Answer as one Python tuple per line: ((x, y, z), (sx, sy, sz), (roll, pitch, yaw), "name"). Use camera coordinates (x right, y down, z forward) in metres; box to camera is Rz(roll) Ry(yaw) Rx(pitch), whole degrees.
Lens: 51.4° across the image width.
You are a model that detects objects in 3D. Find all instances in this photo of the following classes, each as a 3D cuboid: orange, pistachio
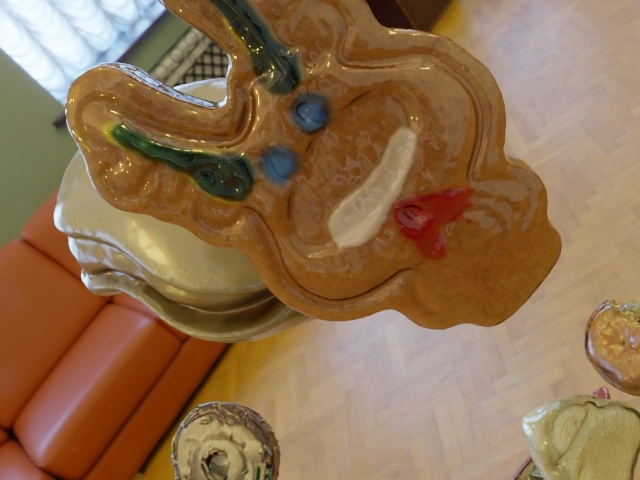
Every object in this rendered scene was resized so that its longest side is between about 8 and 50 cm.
((0.268, 0.091, 0.561), (0.086, 0.062, 0.086), (-25, 57, 47), "orange")
((-0.101, -0.046, 0.805), (0.446, 0.281, 0.365), (-2, 43, 10), "pistachio")

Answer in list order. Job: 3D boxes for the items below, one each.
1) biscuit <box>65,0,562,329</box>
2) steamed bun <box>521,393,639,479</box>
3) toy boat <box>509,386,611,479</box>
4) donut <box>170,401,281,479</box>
((0.014, -0.048, 0.423), (0.202, 0.334, 0.047), (-54, 19, 14), "biscuit")
((0.397, 0.326, 1.045), (0.110, 0.212, 0.231), (-25, 26, 56), "steamed bun")
((0.508, 0.453, 1.383), (0.392, 0.079, 0.136), (-34, 6, -28), "toy boat")
((-0.180, 0.429, 1.303), (0.235, 0.089, 0.234), (-2, 86, 22), "donut")
